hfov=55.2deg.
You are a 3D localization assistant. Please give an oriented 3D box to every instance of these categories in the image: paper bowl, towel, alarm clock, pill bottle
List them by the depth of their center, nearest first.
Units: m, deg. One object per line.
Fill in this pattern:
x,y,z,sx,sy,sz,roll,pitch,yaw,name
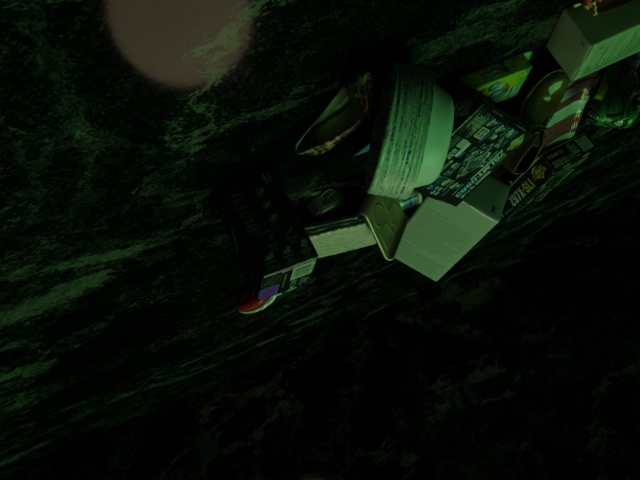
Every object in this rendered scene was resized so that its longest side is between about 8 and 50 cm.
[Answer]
0.193,-0.229,1.315,0.148,0.284,0.284,10,156,-1,paper bowl
0.023,-0.101,1.797,0.129,0.064,0.192,-24,157,-7,alarm clock
0.717,-0.387,1.813,0.237,0.037,0.329,-30,147,-22,towel
0.000,0.000,1.899,0.332,0.053,0.317,-12,166,9,towel
0.227,-0.128,1.935,0.169,0.094,0.094,-24,160,-7,pill bottle

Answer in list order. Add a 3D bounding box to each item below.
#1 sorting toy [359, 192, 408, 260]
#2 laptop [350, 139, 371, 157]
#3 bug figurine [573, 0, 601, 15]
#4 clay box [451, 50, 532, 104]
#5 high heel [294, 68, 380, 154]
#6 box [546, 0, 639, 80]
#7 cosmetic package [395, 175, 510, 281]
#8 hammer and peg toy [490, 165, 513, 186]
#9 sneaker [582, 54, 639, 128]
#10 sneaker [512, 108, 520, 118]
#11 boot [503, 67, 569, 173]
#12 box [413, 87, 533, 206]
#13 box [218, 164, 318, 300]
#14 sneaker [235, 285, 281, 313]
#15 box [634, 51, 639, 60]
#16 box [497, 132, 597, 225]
0.186,-0.075,1.806,0.038,0.193,0.208,-5,133,35,sorting toy
0.241,-0.243,1.582,0.234,0.136,0.264,-35,126,24,laptop
0.624,-0.599,1.292,0.216,0.072,0.279,-36,158,23,bug figurine
0.451,-0.404,1.589,0.222,0.053,0.127,-23,161,-10,clay box
0.029,-0.266,1.321,0.186,0.093,0.261,-31,170,-9,high heel
0.709,-0.523,1.512,0.232,0.127,0.148,-24,161,-7,box
0.419,-0.063,2.091,0.161,0.230,0.453,-60,-179,-32,cosmetic package
0.599,-0.154,2.299,0.266,0.127,0.361,-32,160,14,hammer and peg toy
0.882,-0.431,1.793,0.343,0.146,0.134,-55,159,-33,sneaker
0.625,-0.379,1.884,0.221,0.087,0.128,-20,-179,-35,sneaker
0.596,-0.317,1.671,0.112,0.115,0.305,9,127,-20,boot
0.371,-0.231,1.605,0.293,0.073,0.295,9,134,-48,box
-0.133,-0.018,1.480,0.143,0.270,0.165,-20,160,-20,box
-0.195,0.150,2.131,0.279,0.107,0.118,-35,141,11,sneaker
1.036,-0.547,1.717,0.127,0.231,0.262,-28,161,2,box
0.736,-0.201,2.055,0.257,0.079,0.322,-28,163,-32,box
